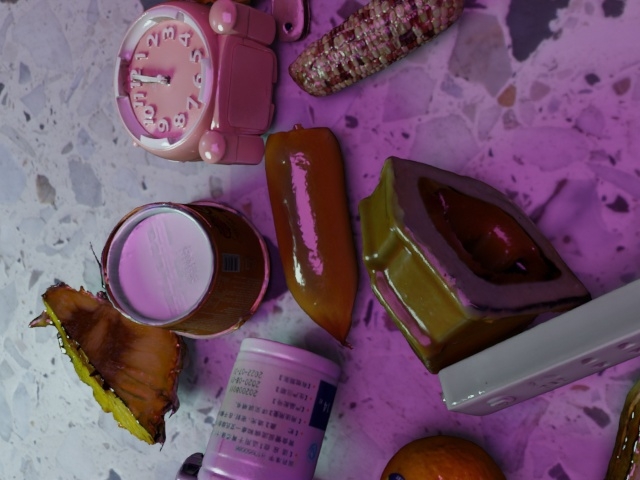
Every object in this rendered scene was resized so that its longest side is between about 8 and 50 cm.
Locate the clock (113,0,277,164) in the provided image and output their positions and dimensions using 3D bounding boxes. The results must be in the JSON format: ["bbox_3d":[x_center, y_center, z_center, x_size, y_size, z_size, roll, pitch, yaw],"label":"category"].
[{"bbox_3d":[-0.189,-0.226,0.937,0.241,0.142,0.227,10,99,29],"label":"clock"}]

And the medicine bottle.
[{"bbox_3d":[-0.074,0.276,0.881,0.152,0.152,0.254,11,71,19],"label":"medicine bottle"}]

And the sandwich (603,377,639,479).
[{"bbox_3d":[0.489,0.279,0.756,0.273,0.095,0.249,15,101,17],"label":"sandwich"}]

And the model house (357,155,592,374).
[{"bbox_3d":[0.151,0.046,0.833,0.268,0.173,0.239,55,147,17],"label":"model house"}]

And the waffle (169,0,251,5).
[{"bbox_3d":[-0.147,-0.480,0.885,0.307,0.060,0.312,2,104,36],"label":"waffle"}]

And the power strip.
[{"bbox_3d":[0.295,0.129,0.765,0.385,0.091,0.062,-36,50,36],"label":"power strip"}]

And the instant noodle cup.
[{"bbox_3d":[-0.197,0.038,0.921,0.215,0.172,0.216,-1,85,11],"label":"instant noodle cup"}]

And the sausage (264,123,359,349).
[{"bbox_3d":[-0.005,0.002,0.906,0.112,0.112,0.329,-8,96,21],"label":"sausage"}]

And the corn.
[{"bbox_3d":[0.068,-0.268,0.855,0.253,0.086,0.086,-27,87,22],"label":"corn"}]

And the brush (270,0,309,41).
[{"bbox_3d":[-0.038,-0.446,0.895,0.069,0.065,0.328,5,107,15],"label":"brush"}]

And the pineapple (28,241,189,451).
[{"bbox_3d":[-0.316,0.182,1.040,0.334,0.158,0.161,37,146,17],"label":"pineapple"}]

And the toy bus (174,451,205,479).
[{"bbox_3d":[-0.134,0.401,0.993,0.198,0.108,0.096,7,98,19],"label":"toy bus"}]

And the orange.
[{"bbox_3d":[0.163,0.347,0.847,0.177,0.155,0.178,-9,57,13],"label":"orange"}]
